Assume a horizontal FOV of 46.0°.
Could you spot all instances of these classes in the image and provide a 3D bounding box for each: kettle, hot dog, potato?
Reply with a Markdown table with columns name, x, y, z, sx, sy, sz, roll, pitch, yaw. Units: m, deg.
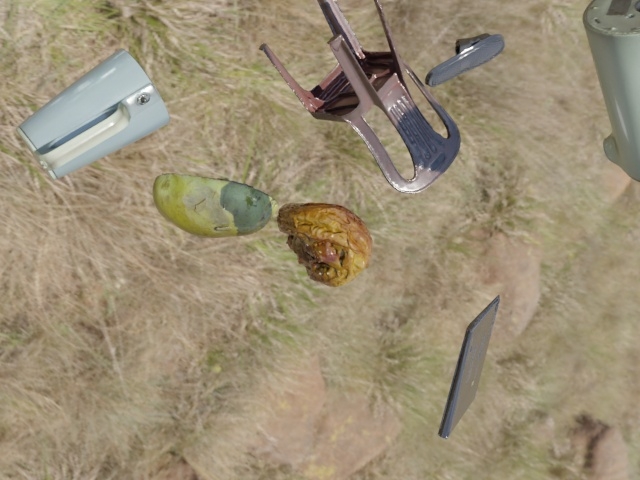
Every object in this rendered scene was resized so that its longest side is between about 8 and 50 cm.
| name | x | y | z | sx | sy | sz | roll | pitch | yaw |
| --- | --- | --- | --- | --- | --- | --- | --- | --- | --- |
| kettle | 0.281 | -0.127 | 0.588 | 0.127 | 0.098 | 0.148 | -20 | 124 | 12 |
| kettle | -0.403 | -0.209 | 1.349 | 0.243 | 0.210 | 0.160 | -38 | 124 | -16 |
| hot dog | 0.001 | -0.003 | 1.328 | 0.099 | 0.227 | 0.160 | -34 | 104 | -16 |
| potato | -0.233 | -0.061 | 1.595 | 0.160 | 0.271 | 0.111 | 65 | 37 | -76 |

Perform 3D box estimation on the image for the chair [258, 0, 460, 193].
| name | x | y | z | sx | sy | sz | roll | pitch | yaw |
| --- | --- | --- | --- | --- | --- | --- | --- | --- | --- |
| chair | 0.082 | -0.246 | 1.276 | 0.175 | 0.183 | 0.326 | -48 | 127 | -18 |

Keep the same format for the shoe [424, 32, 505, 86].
| name | x | y | z | sx | sy | sz | roll | pitch | yaw |
| --- | --- | --- | --- | --- | --- | --- | --- | --- | --- |
| shoe | 0.234 | -0.313 | 1.266 | 0.159 | 0.053 | 0.062 | -31 | 154 | -10 |

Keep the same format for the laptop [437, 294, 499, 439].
| name | x | y | z | sx | sy | sz | roll | pitch | yaw |
| --- | --- | --- | --- | --- | --- | --- | --- | --- | --- |
| laptop | 0.227 | 0.188 | 1.127 | 0.135 | 0.016 | 0.197 | -32 | 137 | -52 |
